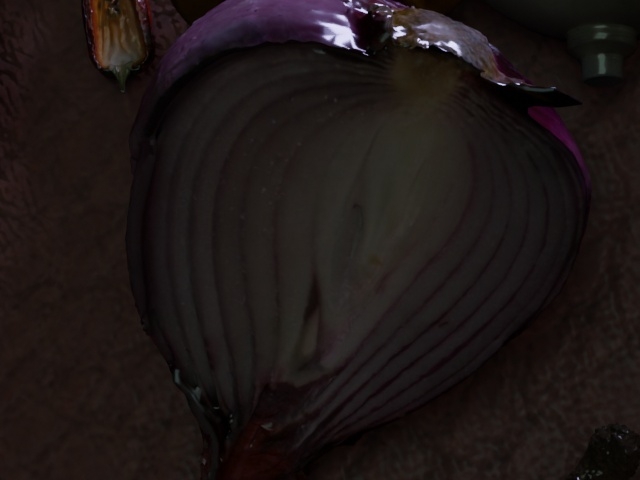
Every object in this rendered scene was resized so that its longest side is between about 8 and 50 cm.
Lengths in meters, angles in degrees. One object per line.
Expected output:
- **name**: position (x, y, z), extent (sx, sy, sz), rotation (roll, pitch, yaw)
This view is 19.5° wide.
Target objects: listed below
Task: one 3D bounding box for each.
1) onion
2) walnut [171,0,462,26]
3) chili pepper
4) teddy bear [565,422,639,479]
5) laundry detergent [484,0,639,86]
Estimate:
- **onion**: position (0.000, 0.000, 1.134), extent (0.267, 0.159, 0.348), rotation (22, 117, -8)
- **walnut**: position (-0.003, -0.169, 1.188), extent (0.207, 0.116, 0.115), rotation (6, 79, 12)
- **chili pepper**: position (-0.141, -0.179, 1.256), extent (0.045, 0.027, 0.178), rotation (-11, 76, 4)
- **teddy bear**: position (0.147, 0.188, 1.100), extent (0.119, 0.078, 0.160), rotation (39, 79, -18)
- **laundry detergent**: position (0.171, -0.221, 1.175), extent (0.181, 0.091, 0.253), rotation (-1, 78, 12)
